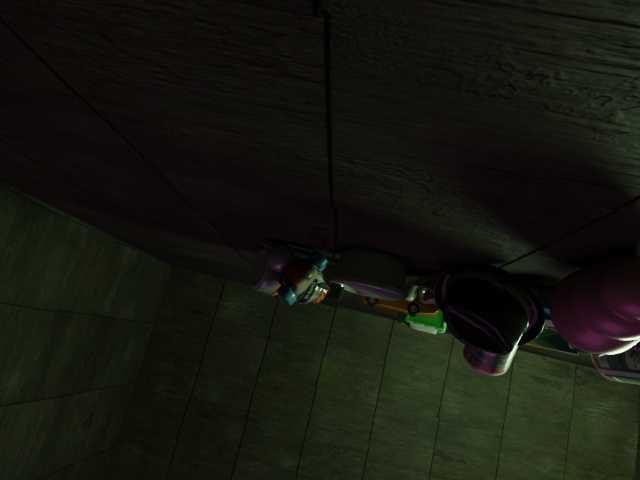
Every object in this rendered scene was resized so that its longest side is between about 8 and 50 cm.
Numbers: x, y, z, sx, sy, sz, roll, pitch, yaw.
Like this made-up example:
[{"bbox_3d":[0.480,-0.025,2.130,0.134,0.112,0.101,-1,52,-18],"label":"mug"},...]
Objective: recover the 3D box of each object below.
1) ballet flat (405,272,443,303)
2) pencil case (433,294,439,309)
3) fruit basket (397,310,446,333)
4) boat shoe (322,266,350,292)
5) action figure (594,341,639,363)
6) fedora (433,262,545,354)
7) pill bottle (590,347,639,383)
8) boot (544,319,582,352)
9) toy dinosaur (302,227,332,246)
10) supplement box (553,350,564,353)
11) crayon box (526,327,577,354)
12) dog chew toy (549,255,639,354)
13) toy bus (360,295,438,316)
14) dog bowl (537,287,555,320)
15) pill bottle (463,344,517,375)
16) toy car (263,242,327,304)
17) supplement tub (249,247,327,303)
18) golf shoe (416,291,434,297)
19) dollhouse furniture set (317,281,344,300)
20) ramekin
[{"bbox_3d":[0.360,0.171,1.584,0.123,0.123,0.348,25,164,-38],"label":"ballet flat"},{"bbox_3d":[0.534,0.254,1.734,0.124,0.124,0.284,7,166,28],"label":"pencil case"},{"bbox_3d":[0.502,0.365,2.151,0.326,0.166,0.353,13,170,6],"label":"fruit basket"},{"bbox_3d":[0.151,0.162,1.790,0.285,0.105,0.089,11,-171,3],"label":"boat shoe"},{"bbox_3d":[0.867,0.284,1.261,0.275,0.141,0.164,-10,-170,-27],"label":"action figure"},{"bbox_3d":[0.484,0.231,1.303,0.333,0.152,0.334,20,132,24],"label":"fedora"},{"bbox_3d":[1.129,0.388,1.471,0.210,0.210,0.363,15,167,-3],"label":"pill bottle"},{"bbox_3d":[0.837,0.321,1.445,0.189,0.086,0.069,9,167,20],"label":"boot"},{"bbox_3d":[0.000,0.000,1.344,0.047,0.090,0.082,43,-166,-46],"label":"toy dinosaur"},{"bbox_3d":[0.940,0.382,1.697,0.056,0.083,0.083,6,-156,18],"label":"supplement box"},{"bbox_3d":[0.778,0.314,1.626,0.318,0.081,0.202,8,-163,23],"label":"crayon box"},{"bbox_3d":[0.657,0.136,0.971,0.206,0.207,0.332,11,158,11],"label":"dog chew toy"},{"bbox_3d":[0.349,0.251,1.896,0.332,0.130,0.108,11,168,14],"label":"toy bus"},{"bbox_3d":[0.807,0.222,1.419,0.165,0.074,0.297,1,161,43],"label":"dog bowl"},{"bbox_3d":[0.605,0.307,1.488,0.161,0.284,0.161,6,-151,-3],"label":"pill bottle"},{"bbox_3d":[-0.131,0.092,1.710,0.238,0.219,0.210,42,170,7],"label":"toy car"},{"bbox_3d":[-0.132,0.163,1.895,0.315,0.194,0.193,20,166,-28],"label":"supplement tub"},{"bbox_3d":[0.386,0.184,1.758,0.185,0.068,0.086,5,-160,11],"label":"golf shoe"},{"bbox_3d":[0.036,0.186,1.553,0.076,0.059,0.151,19,167,-13],"label":"dollhouse furniture set"},{"bbox_3d":[0.175,0.118,1.531,0.272,0.127,0.273,13,167,3],"label":"ramekin"}]
